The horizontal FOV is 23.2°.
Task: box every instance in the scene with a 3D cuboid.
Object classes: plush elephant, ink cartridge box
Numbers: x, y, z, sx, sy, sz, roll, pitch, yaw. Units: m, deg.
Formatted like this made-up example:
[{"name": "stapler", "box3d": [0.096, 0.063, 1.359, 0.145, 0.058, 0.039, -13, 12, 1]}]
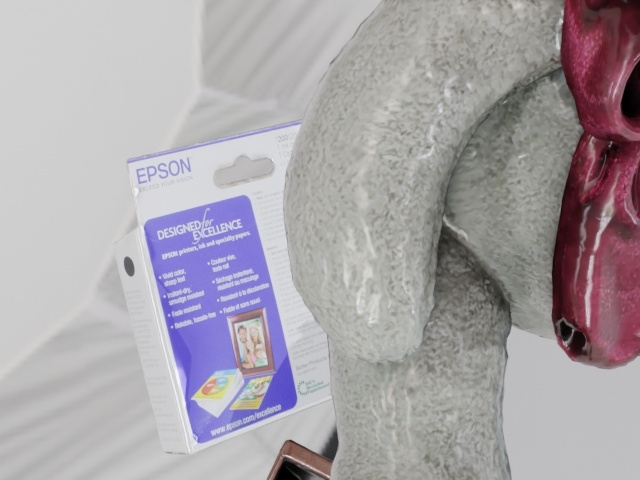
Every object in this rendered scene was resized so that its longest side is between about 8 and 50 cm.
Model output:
[{"name": "plush elephant", "box3d": [0.130, -0.061, 0.500, 0.272, 0.330, 0.255, -6, 166, -28]}, {"name": "ink cartridge box", "box3d": [-0.048, 0.025, 1.121, 0.206, 0.208, 0.045, -16, -173, -42]}]

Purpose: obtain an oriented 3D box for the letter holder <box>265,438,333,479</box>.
[{"name": "letter holder", "box3d": [-0.025, 0.343, 1.526, 0.152, 0.214, 0.302, 27, 164, 3]}]
